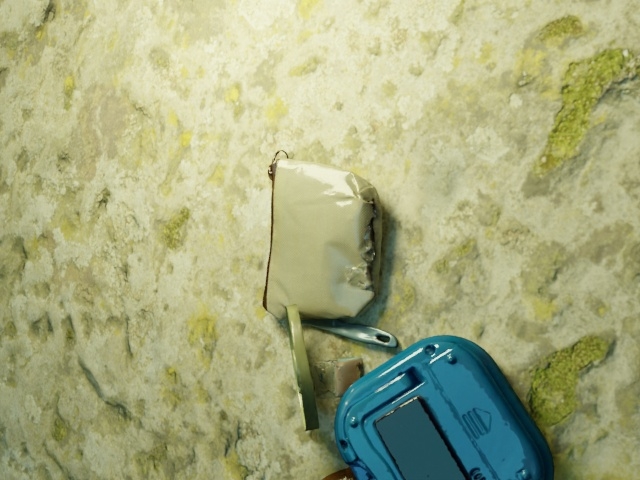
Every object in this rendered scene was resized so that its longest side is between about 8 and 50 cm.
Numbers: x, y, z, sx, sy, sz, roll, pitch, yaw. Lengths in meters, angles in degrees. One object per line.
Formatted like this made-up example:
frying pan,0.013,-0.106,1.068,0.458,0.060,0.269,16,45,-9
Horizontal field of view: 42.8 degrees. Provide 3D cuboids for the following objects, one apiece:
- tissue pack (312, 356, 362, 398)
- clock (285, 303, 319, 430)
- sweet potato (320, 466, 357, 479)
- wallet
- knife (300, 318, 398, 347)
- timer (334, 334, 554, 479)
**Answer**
tissue pack,0.033,0.256,1.522,0.059,0.094,0.074,-5,85,34
clock,-0.037,0.233,1.503,0.029,0.235,0.234,-10,82,-4
sweet potato,0.047,0.477,1.502,0.359,0.112,0.112,-37,68,7
wallet,-0.003,0.000,1.572,0.275,0.068,0.335,9,98,35
knife,0.017,0.157,1.583,0.313,0.019,0.044,11,88,34
timer,0.200,0.347,1.367,0.309,0.115,0.340,-35,71,12
